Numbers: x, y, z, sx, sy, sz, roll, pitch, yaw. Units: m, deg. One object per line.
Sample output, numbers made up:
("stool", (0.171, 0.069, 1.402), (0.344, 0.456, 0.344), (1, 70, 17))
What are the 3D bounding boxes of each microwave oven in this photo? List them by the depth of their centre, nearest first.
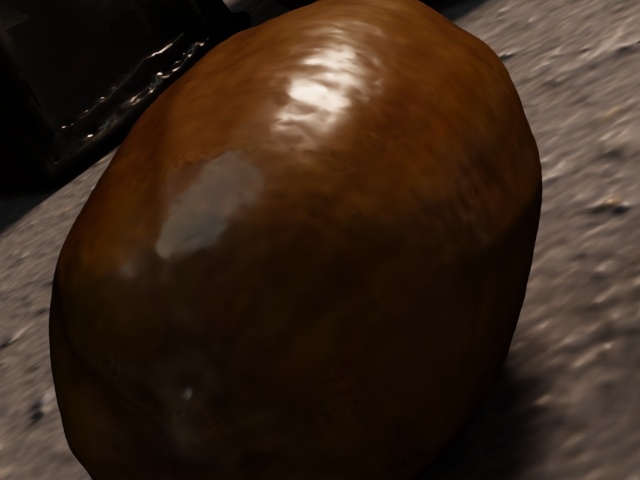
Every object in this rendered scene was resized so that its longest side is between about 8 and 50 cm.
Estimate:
("microwave oven", (-0.194, -0.166, 0.976), (0.178, 0.247, 0.188), (-45, 20, -28))

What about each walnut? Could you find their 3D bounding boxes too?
("walnut", (0.000, 0.000, 0.409), (0.115, 0.116, 0.207), (-23, 18, 26))

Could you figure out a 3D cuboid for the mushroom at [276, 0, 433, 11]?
("mushroom", (0.046, -0.210, 0.853), (0.231, 0.138, 0.194), (-23, 20, 27))
